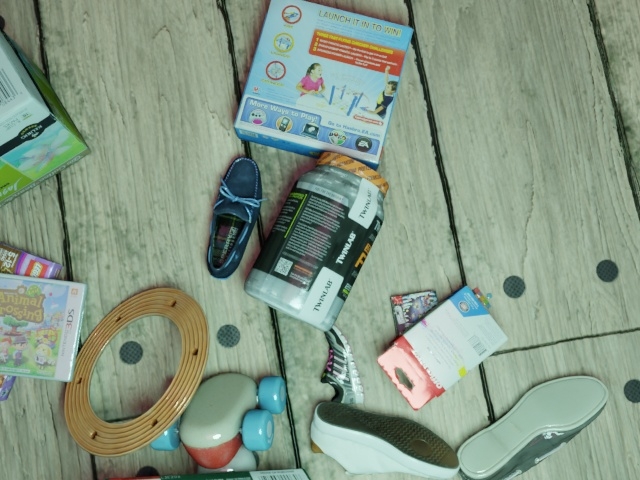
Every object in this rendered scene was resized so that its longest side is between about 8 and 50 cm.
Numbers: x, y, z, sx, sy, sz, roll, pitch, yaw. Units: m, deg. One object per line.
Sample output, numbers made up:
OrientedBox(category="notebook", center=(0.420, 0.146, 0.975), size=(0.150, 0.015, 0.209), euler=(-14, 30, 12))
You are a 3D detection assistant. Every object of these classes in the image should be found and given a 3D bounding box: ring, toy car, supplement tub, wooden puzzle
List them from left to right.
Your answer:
OrientedBox(category="ring", center=(-0.343, 0.243, 1.315), size=(0.337, 0.032, 0.336), euler=(-17, 51, 21))
OrientedBox(category="toy car", center=(-0.177, 0.398, 1.334), size=(0.219, 0.210, 0.238), euler=(-4, 111, 11))
OrientedBox(category="supplement tub", center=(0.000, 0.000, 1.363), size=(0.194, 0.193, 0.316), euler=(26, 83, 3))
OrientedBox(category="wooden puzzle", center=(0.319, 0.131, 1.443), size=(0.083, 0.006, 0.049), euler=(-35, 84, -6))

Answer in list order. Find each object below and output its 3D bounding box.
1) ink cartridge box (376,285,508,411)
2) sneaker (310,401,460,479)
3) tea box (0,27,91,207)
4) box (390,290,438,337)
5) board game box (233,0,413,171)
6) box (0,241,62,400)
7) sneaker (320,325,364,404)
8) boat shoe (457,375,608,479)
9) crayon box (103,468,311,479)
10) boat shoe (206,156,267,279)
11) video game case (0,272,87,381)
OrientedBox(category="ink cartridge box", center=(0.231, 0.211, 1.365), size=(0.231, 0.078, 0.134), euler=(-36, 85, -7))
OrientedBox(category="sneaker", center=(0.119, 0.409, 1.353), size=(0.290, 0.106, 0.123), euler=(18, 117, 10))
OrientedBox(category="tea box", center=(-0.669, -0.212, 1.316), size=(0.329, 0.323, 0.220), euler=(-33, 83, -5))
OrientedBox(category="box", center=(0.199, 0.176, 1.424), size=(0.094, 0.027, 0.137), euler=(-9, 82, -1))
OrientedBox(category="board game box", center=(0.008, -0.328, 1.465), size=(0.308, 0.086, 0.302), euler=(15, 81, 1))
OrientedBox(category="box", center=(-0.672, 0.149, 1.397), size=(0.201, 0.057, 0.293), euler=(20, 82, 1))
OrientedBox(category="sneaker", center=(0.030, 0.253, 1.391), size=(0.075, 0.063, 0.170), euler=(-18, 87, -10))
OrientedBox(category="boat shoe", center=(0.414, 0.378, 1.378), size=(0.335, 0.095, 0.112), euler=(-28, 47, -8))
OrientedBox(category="crayon box", center=(-0.205, 0.562, 1.201), size=(0.363, 0.106, 0.313), euler=(6, 106, -26))
OrientedBox(category="boat shoe", center=(-0.168, -0.048, 1.419), size=(0.109, 0.089, 0.258), euler=(6, 81, 0))
OrientedBox(category="video game case", center=(-0.576, 0.166, 1.358), size=(0.212, 0.023, 0.193), euler=(7, 82, -4))
